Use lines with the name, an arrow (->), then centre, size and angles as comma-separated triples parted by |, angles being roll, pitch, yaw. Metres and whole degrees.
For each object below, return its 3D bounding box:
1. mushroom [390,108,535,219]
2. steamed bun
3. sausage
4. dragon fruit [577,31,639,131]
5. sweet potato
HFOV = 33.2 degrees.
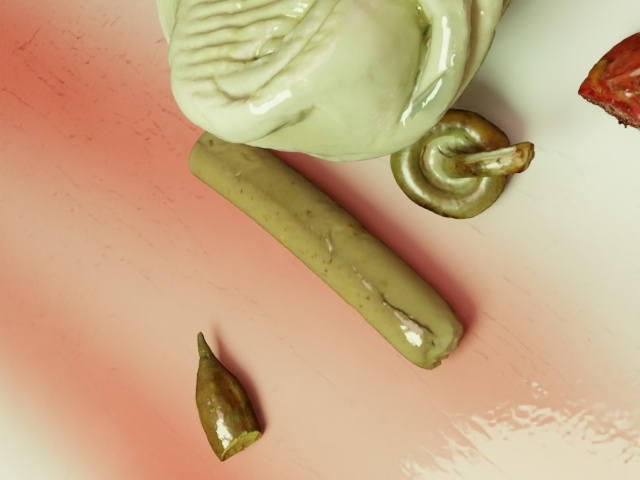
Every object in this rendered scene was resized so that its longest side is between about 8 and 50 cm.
mushroom -> 0.119, -0.060, 0.829 | 0.130, 0.073, 0.088 | 1, 98, 46
steamed bun -> 0.026, -0.172, 0.818 | 0.268, 0.207, 0.280 | -40, 48, 18
sausage -> 0.000, -0.002, 0.904 | 0.301, 0.066, 0.065 | 39, 105, 26
dragon fruit -> 0.261, -0.115, 0.749 | 0.162, 0.083, 0.106 | 38, 103, 30
sweet potato -> -0.090, 0.135, 0.954 | 0.049, 0.049, 0.117 | -29, 72, 26
